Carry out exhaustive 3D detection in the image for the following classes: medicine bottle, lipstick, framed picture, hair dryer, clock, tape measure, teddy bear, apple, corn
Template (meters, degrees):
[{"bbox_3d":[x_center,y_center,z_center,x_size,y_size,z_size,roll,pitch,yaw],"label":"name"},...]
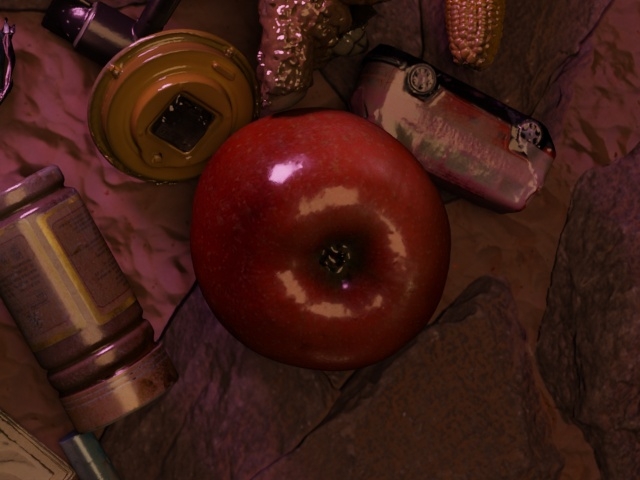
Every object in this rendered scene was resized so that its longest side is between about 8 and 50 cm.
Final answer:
[{"bbox_3d":[-0.323,0.074,1.717,0.151,0.151,0.322,-30,98,-15],"label":"medicine bottle"},{"bbox_3d":[-0.290,0.324,1.780,0.048,0.048,0.158,-31,98,-15],"label":"lipstick"},{"bbox_3d":[-0.460,0.298,1.747,0.231,0.010,0.173,42,78,-13],"label":"framed picture"},{"bbox_3d":[-0.229,-0.312,1.718,0.195,0.248,0.078,28,43,-15],"label":"hair dryer"},{"bbox_3d":[-0.186,-0.163,1.749,0.237,0.057,0.237,-11,129,-15],"label":"clock"},{"bbox_3d":[-0.438,-0.229,1.681,0.107,0.180,0.104,4,105,-18],"label":"tape measure"},{"bbox_3d":[-0.009,-0.294,1.767,0.156,0.256,0.267,42,92,7],"label":"teddy bear"},{"bbox_3d":[0.000,0.000,1.733,0.348,0.277,0.348,-2,105,-6],"label":"apple"},{"bbox_3d":[0.227,-0.388,1.914,0.101,0.101,0.291,3,88,-17],"label":"corn"}]

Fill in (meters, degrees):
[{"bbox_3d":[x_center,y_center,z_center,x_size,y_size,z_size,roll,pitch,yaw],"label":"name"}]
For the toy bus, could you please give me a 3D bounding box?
[{"bbox_3d":[0.181,-0.152,1.883,0.303,0.127,0.147,24,86,-15],"label":"toy bus"}]
